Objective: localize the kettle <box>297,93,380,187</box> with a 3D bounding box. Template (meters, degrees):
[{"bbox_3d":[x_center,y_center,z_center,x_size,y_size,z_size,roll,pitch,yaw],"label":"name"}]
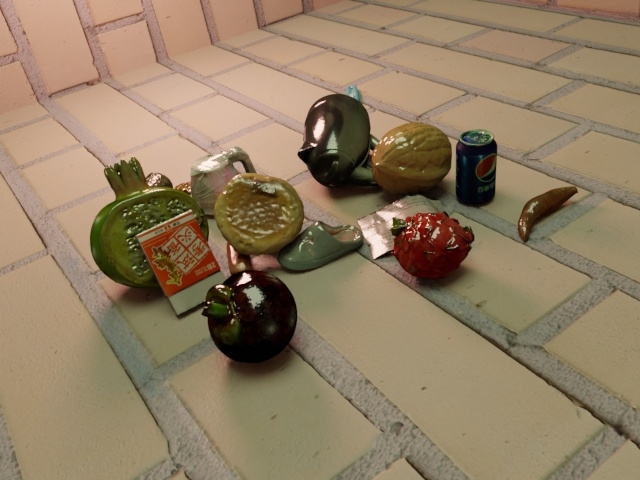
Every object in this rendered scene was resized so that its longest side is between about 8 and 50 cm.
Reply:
[{"bbox_3d":[0.087,-0.285,1.986,0.321,0.228,0.324,20,39,-11],"label":"kettle"}]

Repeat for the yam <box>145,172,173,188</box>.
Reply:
[{"bbox_3d":[-0.561,-0.152,2.023,0.107,0.107,0.183,0,38,13],"label":"yam"}]

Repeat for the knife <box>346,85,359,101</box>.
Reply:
[{"bbox_3d":[0.130,-0.606,2.560,0.064,0.031,0.222,-8,34,9],"label":"knife"}]

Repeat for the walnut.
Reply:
[{"bbox_3d":[0.272,-0.246,1.838,0.261,0.224,0.225,-12,32,-28],"label":"walnut"}]

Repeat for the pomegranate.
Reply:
[{"bbox_3d":[-0.483,-0.046,1.662,0.310,0.358,0.216,-24,6,-20],"label":"pomegranate"}]

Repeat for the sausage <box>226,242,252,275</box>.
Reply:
[{"bbox_3d":[-0.222,0.057,1.672,0.065,0.065,0.169,-13,34,-5],"label":"sausage"}]

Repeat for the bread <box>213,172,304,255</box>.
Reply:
[{"bbox_3d":[-0.165,-0.072,1.663,0.245,0.134,0.244,-1,79,3],"label":"bread"}]

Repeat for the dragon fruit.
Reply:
[{"bbox_3d":[0.274,0.013,1.521,0.210,0.172,0.172,9,38,11],"label":"dragon fruit"}]

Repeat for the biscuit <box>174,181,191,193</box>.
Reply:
[{"bbox_3d":[-0.464,-0.187,2.119,0.092,0.016,0.082,4,37,16],"label":"biscuit"}]

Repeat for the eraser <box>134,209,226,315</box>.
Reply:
[{"bbox_3d":[-0.354,0.056,1.572,0.157,0.230,0.038,-28,7,-25],"label":"eraser"}]

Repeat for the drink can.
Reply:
[{"bbox_3d":[0.449,-0.211,1.762,0.118,0.204,0.118,-7,35,5],"label":"drink can"}]

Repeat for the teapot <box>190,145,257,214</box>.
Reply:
[{"bbox_3d":[-0.308,-0.191,1.943,0.222,0.178,0.163,-11,35,-3],"label":"teapot"}]

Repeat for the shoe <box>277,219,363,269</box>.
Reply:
[{"bbox_3d":[0.000,0.000,1.665,0.251,0.100,0.103,-18,36,-16],"label":"shoe"}]

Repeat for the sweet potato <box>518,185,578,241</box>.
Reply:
[{"bbox_3d":[0.607,-0.087,1.679,0.255,0.058,0.078,-35,62,-26],"label":"sweet potato"}]

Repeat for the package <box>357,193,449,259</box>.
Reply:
[{"bbox_3d":[0.243,-0.049,1.711,0.251,0.062,0.204,-15,34,-1],"label":"package"}]

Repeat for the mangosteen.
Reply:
[{"bbox_3d":[-0.165,0.162,1.369,0.216,0.216,0.216,-7,35,5],"label":"mangosteen"}]
